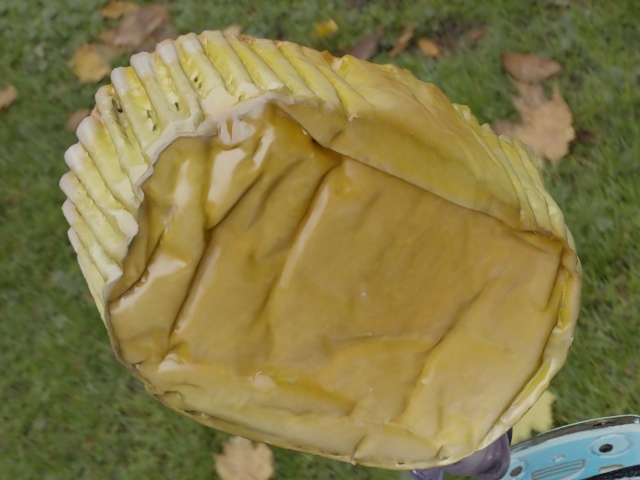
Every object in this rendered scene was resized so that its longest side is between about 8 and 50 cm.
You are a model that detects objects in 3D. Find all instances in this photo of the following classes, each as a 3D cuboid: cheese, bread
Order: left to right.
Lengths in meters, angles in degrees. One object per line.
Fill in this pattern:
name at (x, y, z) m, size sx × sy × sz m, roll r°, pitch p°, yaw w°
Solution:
bread at (0.000, 0.000, 0.743) m, size 0.179 × 0.250 × 0.133 m, roll -68°, pitch 24°, yaw 16°
cheese at (0.076, 0.115, 0.977) m, size 0.042 × 0.191 × 0.105 m, roll -31°, pitch 80°, yaw -21°

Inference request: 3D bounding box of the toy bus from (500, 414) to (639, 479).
toy bus at (0.204, 0.246, 1.034) m, size 0.133 × 0.271 × 0.165 m, roll -17°, pitch 20°, yaw 17°
